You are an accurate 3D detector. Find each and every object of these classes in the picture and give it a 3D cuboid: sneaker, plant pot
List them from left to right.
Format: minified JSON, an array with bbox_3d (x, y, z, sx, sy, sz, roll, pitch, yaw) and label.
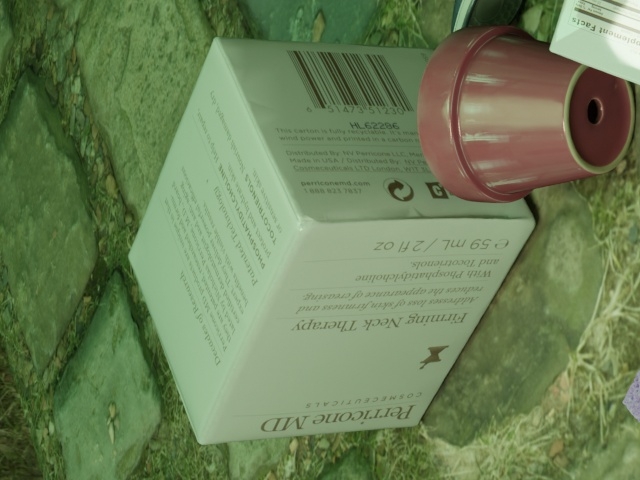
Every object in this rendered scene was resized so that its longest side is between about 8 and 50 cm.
[{"bbox_3d":[0.177,-0.350,2.061,0.163,0.086,0.226,34,110,43],"label":"sneaker"},{"bbox_3d":[0.237,-0.138,1.890,0.180,0.201,0.201,6,95,45],"label":"plant pot"}]

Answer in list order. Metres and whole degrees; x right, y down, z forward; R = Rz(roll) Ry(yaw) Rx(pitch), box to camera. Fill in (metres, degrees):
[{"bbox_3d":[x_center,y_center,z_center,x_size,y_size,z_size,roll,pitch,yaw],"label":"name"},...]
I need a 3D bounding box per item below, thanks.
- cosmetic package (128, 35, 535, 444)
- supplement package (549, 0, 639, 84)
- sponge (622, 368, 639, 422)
[{"bbox_3d":[0.000,0.000,2.139,0.327,0.329,0.393,64,143,37],"label":"cosmetic package"},{"bbox_3d":[0.364,-0.280,1.570,0.198,0.199,0.262,23,115,18],"label":"supplement package"},{"bbox_3d":[0.394,0.188,1.757,0.210,0.031,0.117,56,136,44],"label":"sponge"}]
